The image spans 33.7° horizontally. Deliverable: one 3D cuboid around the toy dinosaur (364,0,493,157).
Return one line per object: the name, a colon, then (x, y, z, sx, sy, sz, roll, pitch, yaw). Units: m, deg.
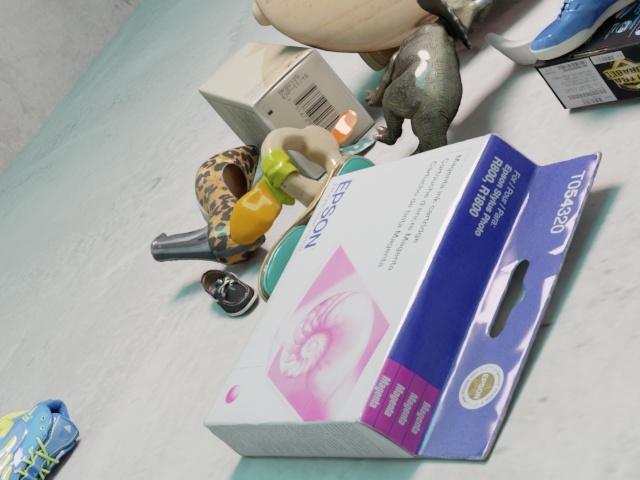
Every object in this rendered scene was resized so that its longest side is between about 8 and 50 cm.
toy dinosaur: (0.116, -0.173, 1.198, 0.160, 0.121, 0.313, 108, 180, -52)

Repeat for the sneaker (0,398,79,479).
sneaker: (-0.373, 0.271, 1.307, 0.126, 0.091, 0.240, -36, 23, 14)

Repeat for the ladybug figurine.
ladybug figurine: (0.113, -0.405, 1.457, 0.450, 0.305, 0.162, -23, -19, 7)

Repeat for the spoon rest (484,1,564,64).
spoon rest: (0.310, -0.314, 1.217, 0.276, 0.137, 0.084, -52, 37, 17)

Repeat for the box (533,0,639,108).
box: (0.395, -0.263, 1.026, 0.295, 0.073, 0.293, -51, 25, -21)

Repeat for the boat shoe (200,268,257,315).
boat shoe: (-0.117, 0.061, 1.328, 0.046, 0.038, 0.125, -46, 23, -8)

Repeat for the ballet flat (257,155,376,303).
ballet flat: (0.000, 0.000, 1.230, 0.232, 0.080, 0.073, -53, -3, -29)

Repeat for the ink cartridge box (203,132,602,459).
ink cartridge box: (0.068, 0.048, 0.986, 0.330, 0.071, 0.324, -14, 40, 50)

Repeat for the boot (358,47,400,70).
boot: (0.160, -0.373, 1.580, 0.203, 0.095, 0.262, -22, 27, 37)

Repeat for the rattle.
rattle: (-0.020, -0.080, 1.383, 0.199, 0.130, 0.142, -57, -14, -57)

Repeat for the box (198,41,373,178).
box: (-0.061, -0.200, 1.564, 0.121, 0.148, 0.311, -44, 24, -6)

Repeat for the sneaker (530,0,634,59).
sneaker: (0.254, -0.249, 1.031, 0.152, 0.084, 0.058, -34, 23, 22)

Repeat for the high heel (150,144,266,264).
high heel: (-0.101, -0.057, 1.482, 0.186, 0.093, 0.261, -3, 38, 37)
